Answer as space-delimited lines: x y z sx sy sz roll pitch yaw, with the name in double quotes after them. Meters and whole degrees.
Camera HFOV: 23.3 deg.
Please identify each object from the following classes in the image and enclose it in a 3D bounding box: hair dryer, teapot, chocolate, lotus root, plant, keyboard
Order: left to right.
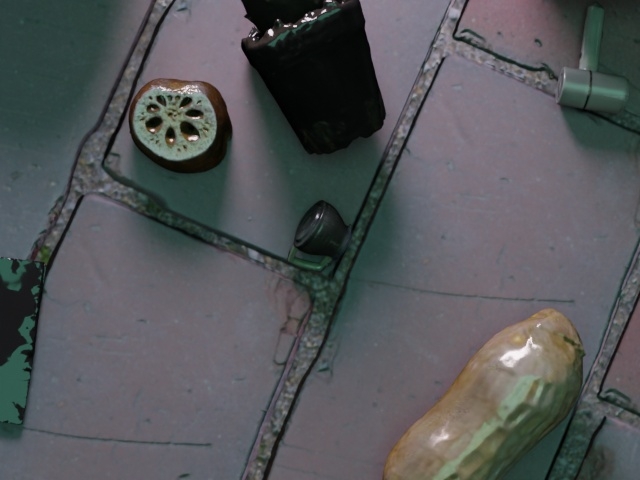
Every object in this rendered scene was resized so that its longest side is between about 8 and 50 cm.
-0.377 0.119 1.860 0.074 0.015 0.196 7 86 3 "keyboard"
-0.167 -0.136 1.852 0.122 0.081 0.112 5 94 -1 "lotus root"
-0.017 -0.230 1.819 0.142 0.164 0.256 -21 98 -2 "plant"
0.000 0.000 1.855 0.057 0.066 0.088 31 109 -16 "teapot"
0.195 0.214 1.810 0.134 0.134 0.309 40 88 1 "chocolate"
0.334 -0.225 1.882 0.082 0.047 0.137 8 79 -1 "hair dryer"
